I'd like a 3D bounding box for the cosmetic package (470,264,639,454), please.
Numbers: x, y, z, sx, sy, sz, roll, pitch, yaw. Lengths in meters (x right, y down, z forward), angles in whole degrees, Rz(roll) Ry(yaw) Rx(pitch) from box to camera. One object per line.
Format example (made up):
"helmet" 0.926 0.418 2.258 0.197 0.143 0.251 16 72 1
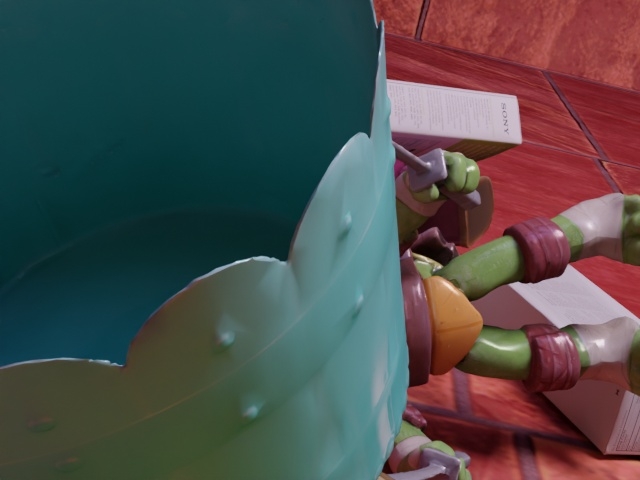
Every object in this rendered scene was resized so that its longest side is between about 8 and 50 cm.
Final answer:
"cosmetic package" 0.208 0.087 0.983 0.098 0.060 0.239 7 19 -23

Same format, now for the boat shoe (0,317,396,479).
"boat shoe" -0.054 0.148 0.569 0.341 0.122 0.110 18 57 28

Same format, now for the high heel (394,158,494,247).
"high heel" 0.000 0.000 1.064 0.181 0.127 0.377 4 10 29

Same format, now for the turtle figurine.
"turtle figurine" 0.098 0.052 0.762 0.266 0.275 0.198 -9 64 -17

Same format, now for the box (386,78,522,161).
"box" 0.003 -0.104 1.234 0.322 0.059 0.232 4 -13 -30

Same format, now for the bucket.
"bucket" -0.095 0.008 0.499 0.281 0.183 0.281 -7 46 8
